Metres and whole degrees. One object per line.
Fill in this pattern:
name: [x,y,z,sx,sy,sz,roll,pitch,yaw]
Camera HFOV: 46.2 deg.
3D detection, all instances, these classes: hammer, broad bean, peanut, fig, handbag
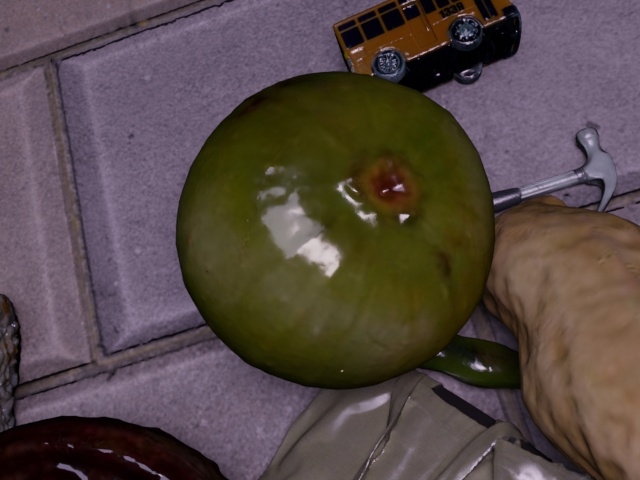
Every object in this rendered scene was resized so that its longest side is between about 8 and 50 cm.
hammer: [0.210,-0.042,0.848,0.246,0.029,0.103,-19,69,6]
broad bean: [0.157,0.124,0.794,0.297,0.043,0.060,13,54,14]
peanut: [0.254,0.087,0.669,0.169,0.192,0.387,10,32,-19]
fig: [0.000,0.000,0.730,0.316,0.316,0.316,-3,72,10]
handbag: [0.081,0.259,0.709,0.316,0.109,0.253,25,75,35]

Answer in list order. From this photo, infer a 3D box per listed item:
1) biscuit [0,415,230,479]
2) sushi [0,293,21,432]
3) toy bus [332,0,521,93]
biscuit: [-0.228,0.367,0.698,0.407,0.091,0.407,0,88,12]
sushi: [-0.415,0.163,0.848,0.126,0.136,0.225,-12,66,0]
toy bus: [0.125,-0.239,0.891,0.201,0.098,0.114,-23,70,5]
